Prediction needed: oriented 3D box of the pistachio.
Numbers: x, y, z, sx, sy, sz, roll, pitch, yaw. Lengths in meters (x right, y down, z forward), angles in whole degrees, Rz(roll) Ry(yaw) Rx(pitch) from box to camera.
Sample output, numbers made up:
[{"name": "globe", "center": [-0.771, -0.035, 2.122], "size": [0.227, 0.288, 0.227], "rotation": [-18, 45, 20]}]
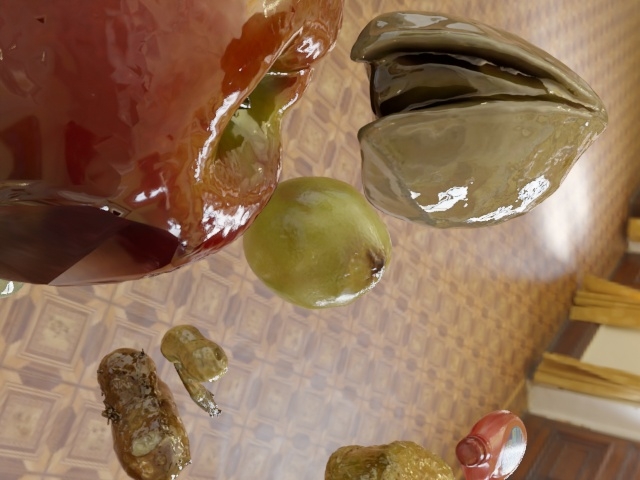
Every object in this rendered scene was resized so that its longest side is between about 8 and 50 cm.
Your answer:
[{"name": "pistachio", "center": [0.097, -0.077, 0.450], "size": [0.238, 0.153, 0.137], "rotation": [-2, 79, -49]}]

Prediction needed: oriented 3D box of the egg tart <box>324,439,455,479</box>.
[{"name": "egg tart", "center": [0.167, 0.521, 1.325], "size": [0.352, 0.153, 0.339], "rotation": [28, 26, -24]}]

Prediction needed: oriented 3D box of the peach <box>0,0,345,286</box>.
[{"name": "peach", "center": [-0.185, -0.128, 0.474], "size": [0.335, 0.407, 0.309], "rotation": [111, -19, -67]}]

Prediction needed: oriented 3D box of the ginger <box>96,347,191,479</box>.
[{"name": "ginger", "center": [-0.456, 0.424, 1.700], "size": [0.176, 0.418, 0.254], "rotation": [-30, 129, -2]}]

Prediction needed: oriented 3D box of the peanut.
[{"name": "peanut", "center": [-0.289, 0.253, 1.535], "size": [0.098, 0.229, 0.103], "rotation": [23, 91, -44]}]

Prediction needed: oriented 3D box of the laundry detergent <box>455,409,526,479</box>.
[{"name": "laundry detergent", "center": [0.191, 0.245, 0.784], "size": [0.165, 0.049, 0.097], "rotation": [20, 86, -58]}]

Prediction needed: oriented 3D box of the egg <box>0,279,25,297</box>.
[{"name": "egg", "center": [-0.600, -0.017, 1.202], "size": [0.187, 0.187, 0.253], "rotation": [-16, 83, -51]}]

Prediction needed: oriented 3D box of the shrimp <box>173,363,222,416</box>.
[{"name": "shrimp", "center": [-0.321, 0.372, 1.754], "size": [0.051, 0.150, 0.217], "rotation": [-34, 131, -11]}]

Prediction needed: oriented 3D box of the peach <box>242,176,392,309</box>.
[{"name": "peach", "center": [-0.008, 0.000, 1.491], "size": [0.314, 0.315, 0.281], "rotation": [-27, 129, -5]}]
